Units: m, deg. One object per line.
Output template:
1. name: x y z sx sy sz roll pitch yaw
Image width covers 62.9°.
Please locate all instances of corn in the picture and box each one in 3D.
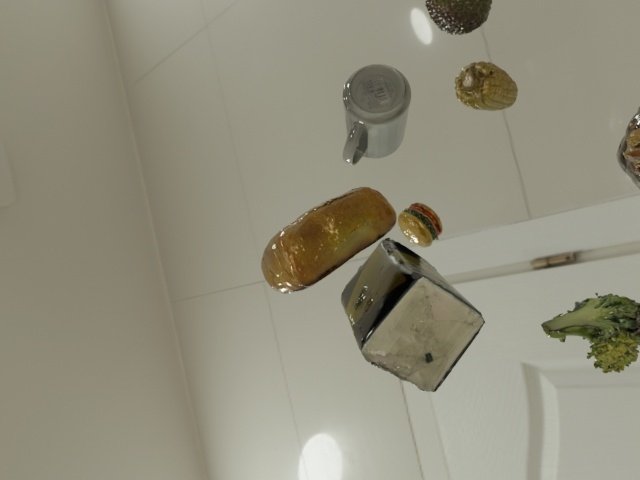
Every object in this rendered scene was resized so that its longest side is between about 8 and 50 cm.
1. corn: 0.484 -0.436 1.506 0.347 0.130 0.130 -10 -95 -54

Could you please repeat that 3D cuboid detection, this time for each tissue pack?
1. tissue pack: 0.234 0.189 1.442 0.253 0.264 0.416 32 -171 -12

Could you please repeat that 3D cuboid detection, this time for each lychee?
1. lychee: 0.340 -0.602 1.303 0.171 0.171 0.171 18 -115 -44

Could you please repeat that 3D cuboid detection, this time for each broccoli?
1. broccoli: 0.804 0.284 1.520 0.242 0.273 0.180 -87 -25 -69

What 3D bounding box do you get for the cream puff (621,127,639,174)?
1. cream puff: 0.635 -0.162 0.969 0.133 0.119 0.104 14 -99 -1

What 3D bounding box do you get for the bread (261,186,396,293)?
1. bread: -0.004 -0.007 1.313 0.337 0.328 0.148 -33 -86 -13

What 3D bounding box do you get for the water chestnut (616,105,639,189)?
1. water chestnut: 0.932 -0.251 1.402 0.289 0.244 0.289 -11 -67 -28

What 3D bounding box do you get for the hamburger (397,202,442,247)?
1. hamburger: 0.346 -0.052 1.812 0.115 0.162 0.162 -40 -68 -14

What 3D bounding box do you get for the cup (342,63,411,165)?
1. cup: 0.180 -0.440 1.920 0.322 0.237 0.327 -55 -12 -9
